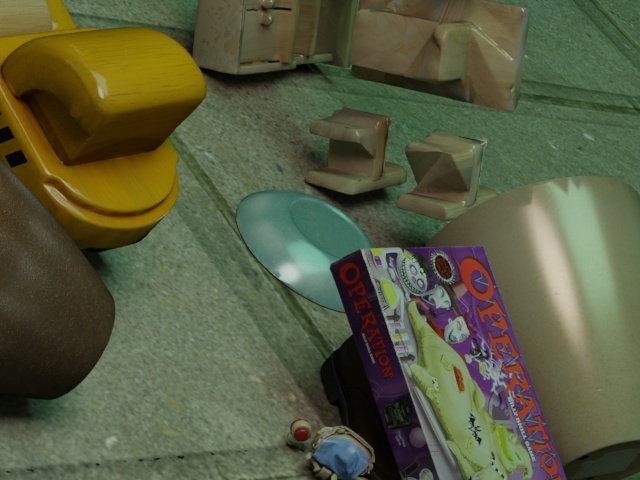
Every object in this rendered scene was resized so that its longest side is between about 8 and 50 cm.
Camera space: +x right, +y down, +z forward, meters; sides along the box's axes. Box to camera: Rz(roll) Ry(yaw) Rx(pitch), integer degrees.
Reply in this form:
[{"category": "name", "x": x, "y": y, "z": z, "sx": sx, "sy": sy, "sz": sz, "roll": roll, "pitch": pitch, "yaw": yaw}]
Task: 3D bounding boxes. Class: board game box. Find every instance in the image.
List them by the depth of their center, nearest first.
[{"category": "board game box", "x": 0.139, "y": 0.172, "z": 1.687, "sx": 0.208, "sy": 0.056, "sz": 0.346, "roll": 1, "pitch": 66, "yaw": -55}]

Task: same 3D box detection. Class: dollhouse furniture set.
[{"category": "dollhouse furniture set", "x": 0.083, "y": -0.255, "z": 2.127, "sx": 0.394, "sy": 0.362, "sz": 0.256, "roll": 16, "pitch": 18, "yaw": 32}]

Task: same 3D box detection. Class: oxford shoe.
[{"category": "oxford shoe", "x": 0.073, "y": 0.168, "z": 1.713, "sx": 0.083, "sy": 0.096, "sz": 0.227, "roll": 13, "pitch": 37, "yaw": -40}]

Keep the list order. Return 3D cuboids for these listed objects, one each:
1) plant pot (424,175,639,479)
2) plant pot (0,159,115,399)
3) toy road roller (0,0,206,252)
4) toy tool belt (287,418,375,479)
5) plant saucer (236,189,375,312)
[{"category": "plant pot", "x": 0.263, "y": 0.114, "z": 1.886, "sx": 0.256, "sy": 0.256, "sz": 0.274, "roll": 9, "pitch": 54, "yaw": -41}, {"category": "plant pot", "x": -0.285, "y": 0.031, "z": 1.438, "sx": 0.230, "sy": 0.215, "sz": 0.215, "roll": 35, "pitch": 24, "yaw": -32}, {"category": "toy road roller", "x": -0.248, "y": -0.141, "z": 1.615, "sx": 0.202, "sy": 0.240, "sz": 0.329, "roll": -15, "pitch": 69, "yaw": -49}, {"category": "toy tool belt", "x": 0.011, "y": 0.197, "z": 1.643, "sx": 0.083, "sy": 0.052, "sz": 0.051, "roll": 27, "pitch": 20, "yaw": -14}, {"category": "plant saucer", "x": 0.000, "y": 0.000, "z": 1.955, "sx": 0.195, "sy": 0.037, "sz": 0.195, "roll": 27, "pitch": 30, "yaw": -17}]
